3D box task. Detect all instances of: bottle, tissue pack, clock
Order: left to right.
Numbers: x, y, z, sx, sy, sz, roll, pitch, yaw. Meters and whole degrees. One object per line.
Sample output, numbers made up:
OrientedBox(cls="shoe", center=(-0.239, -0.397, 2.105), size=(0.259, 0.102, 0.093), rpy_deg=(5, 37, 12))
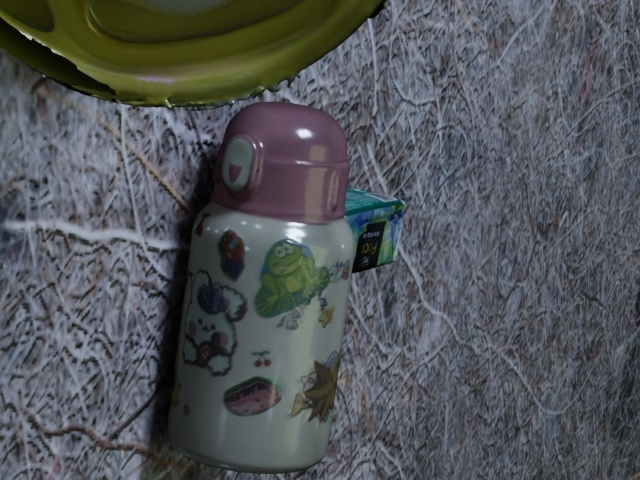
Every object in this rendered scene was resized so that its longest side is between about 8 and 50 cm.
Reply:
OrientedBox(cls="clock", center=(-0.081, -0.211, 0.982), size=(0.071, 0.277, 0.293), rpy_deg=(-83, 166, -63))
OrientedBox(cls="bottle", center=(-0.038, 0.029, 1.365), size=(0.120, 0.120, 0.253), rpy_deg=(-15, 113, -64))
OrientedBox(cls="tissue pack", center=(0.000, 0.001, 1.472), size=(0.111, 0.085, 0.079), rpy_deg=(-12, 113, -65))
